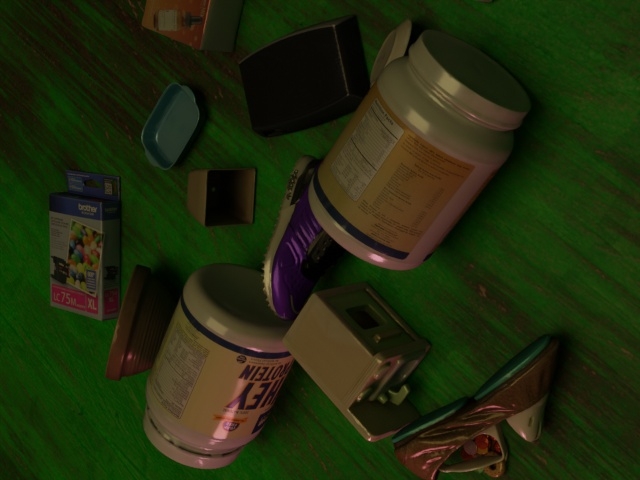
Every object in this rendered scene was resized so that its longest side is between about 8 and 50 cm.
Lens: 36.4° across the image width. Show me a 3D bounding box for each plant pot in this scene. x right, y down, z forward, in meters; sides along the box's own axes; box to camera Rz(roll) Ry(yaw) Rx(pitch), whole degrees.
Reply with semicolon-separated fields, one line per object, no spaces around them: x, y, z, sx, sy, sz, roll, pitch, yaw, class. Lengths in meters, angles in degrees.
-0.197;-0.089;1.844;0.096;0.109;0.109;17;107;49;plant pot
-0.350;0.174;1.962;0.109;0.237;0.237;14;110;-7;plant pot

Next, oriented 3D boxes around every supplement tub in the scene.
0.148;-0.135;1.477;0.228;0.228;0.316;49;122;23;supplement tub
-0.182;0.231;1.786;0.235;0.235;0.325;39;118;28;supplement tub

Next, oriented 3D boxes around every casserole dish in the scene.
-0.289;-0.226;1.938;0.114;0.037;0.188;50;122;22;casserole dish

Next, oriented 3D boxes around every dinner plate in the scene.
0.107;-0.293;1.564;0.017;0.141;0.141;22;117;-12;dinner plate

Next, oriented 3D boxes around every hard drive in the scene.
-0.036;-0.285;1.716;0.254;0.054;0.172;-13;88;39;hard drive

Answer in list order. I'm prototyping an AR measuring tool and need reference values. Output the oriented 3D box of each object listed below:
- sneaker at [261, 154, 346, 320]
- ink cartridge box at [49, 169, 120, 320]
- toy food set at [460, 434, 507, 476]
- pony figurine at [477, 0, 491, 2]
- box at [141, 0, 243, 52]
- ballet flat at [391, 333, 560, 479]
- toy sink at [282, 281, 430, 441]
0.000;0.000;1.662;0.146;0.102;0.293;10;83;28;sneaker
-0.519;0.007;2.140;0.185;0.065;0.311;10;101;37;ink cartridge box
0.265;0.340;1.580;0.082;0.020;0.083;6;100;38;toy food set
0.210;-0.534;1.343;0.303;0.363;0.351;-35;90;29;pony figurine
-0.239;-0.441;1.833;0.170;0.091;0.130;27;112;33;box
0.263;0.278;1.513;0.342;0.116;0.124;-40;85;25;ballet flat
0.080;0.194;1.625;0.234;0.153;0.131;47;121;25;toy sink
